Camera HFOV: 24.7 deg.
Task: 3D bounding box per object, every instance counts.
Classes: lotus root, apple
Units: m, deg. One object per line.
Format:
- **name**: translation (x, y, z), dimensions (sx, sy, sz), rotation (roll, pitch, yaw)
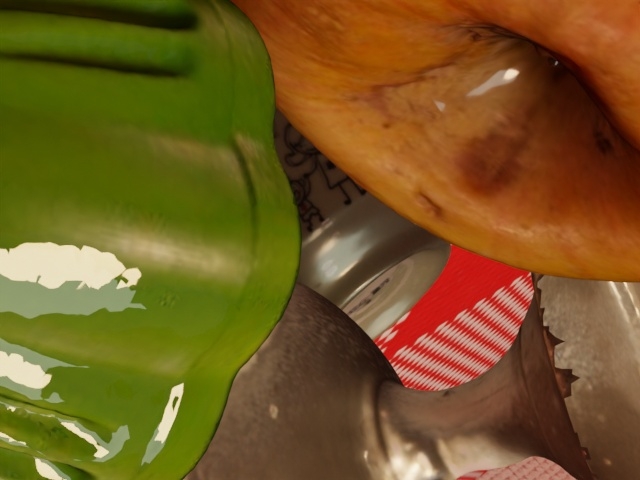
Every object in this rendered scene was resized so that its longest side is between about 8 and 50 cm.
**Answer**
- **lotus root**: translation (-0.120, -0.015, 0.359), dimensions (0.186, 0.186, 0.186), rotation (-37, 162, -14)
- **apple**: translation (0.118, -0.134, 0.518), dimensions (0.299, 0.299, 0.275), rotation (79, 36, -70)

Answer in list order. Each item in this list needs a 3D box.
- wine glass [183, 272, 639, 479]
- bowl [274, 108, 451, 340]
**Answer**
- **wine glass**: translation (0.002, 0.109, 0.715), dimensions (0.322, 0.238, 0.238), rotation (-18, 170, 20)
- **bowl**: translation (0.000, 0.000, 0.868), dimensions (0.211, 0.112, 0.211), rotation (-35, 160, -15)
